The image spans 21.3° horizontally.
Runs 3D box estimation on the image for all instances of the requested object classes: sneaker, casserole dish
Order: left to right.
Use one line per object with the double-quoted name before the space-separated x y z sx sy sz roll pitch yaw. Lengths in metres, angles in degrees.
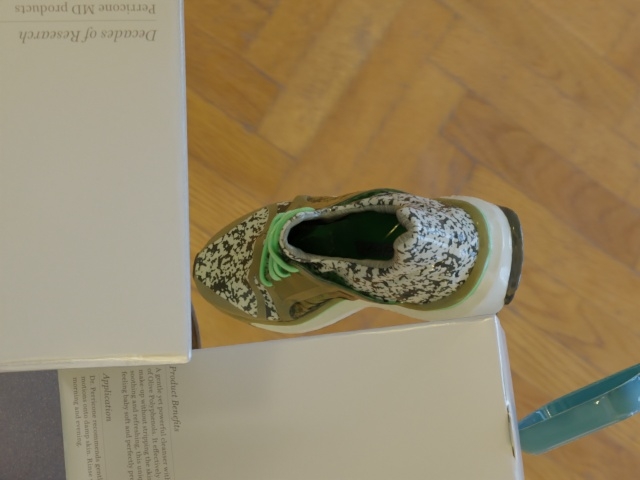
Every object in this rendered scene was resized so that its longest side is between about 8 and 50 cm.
"sneaker" 0.000 0.000 1.752 0.182 0.410 0.158 23 68 -46
"casserole dish" 0.274 0.172 1.733 0.114 0.188 0.037 -26 86 -53

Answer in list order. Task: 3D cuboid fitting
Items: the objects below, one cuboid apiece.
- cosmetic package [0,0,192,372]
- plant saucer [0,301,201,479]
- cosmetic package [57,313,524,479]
"cosmetic package" -0.187 -0.134 1.296 0.161 0.230 0.453 -1 90 -8
"plant saucer" -0.250 0.119 1.582 0.310 0.050 0.310 -1 92 -38
"cosmetic package" -0.018 0.181 1.406 0.365 0.155 0.197 -6 81 6
